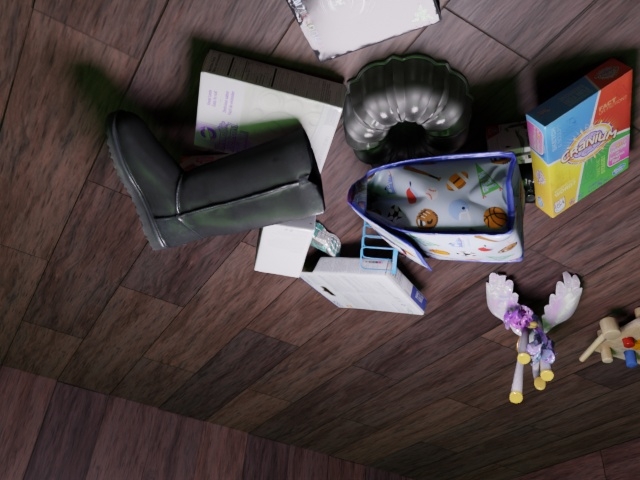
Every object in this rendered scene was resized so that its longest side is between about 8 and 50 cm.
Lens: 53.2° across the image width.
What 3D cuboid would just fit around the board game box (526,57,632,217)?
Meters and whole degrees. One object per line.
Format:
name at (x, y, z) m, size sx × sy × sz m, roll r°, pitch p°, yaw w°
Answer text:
board game box at (0.610, -0.230, 1.500) m, size 0.242 × 0.064 × 0.316 m, roll -34°, pitch 138°, yaw -4°

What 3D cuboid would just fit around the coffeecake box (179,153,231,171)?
coffeecake box at (-0.313, -0.141, 1.710) m, size 0.142 × 0.185 × 0.068 m, roll -2°, pitch 142°, yaw 8°

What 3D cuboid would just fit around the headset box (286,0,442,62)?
headset box at (0.081, -0.513, 1.231) m, size 0.283 × 0.131 × 0.246 m, roll -13°, pitch 140°, yaw 21°

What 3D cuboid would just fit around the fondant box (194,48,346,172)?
fondant box at (-0.128, -0.302, 1.547) m, size 0.330 × 0.096 × 0.238 m, roll 14°, pitch 142°, yaw -5°

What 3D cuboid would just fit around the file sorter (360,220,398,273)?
file sorter at (0.174, -0.010, 1.844) m, size 0.104 × 0.170 × 0.118 m, roll 5°, pitch 143°, yaw 6°

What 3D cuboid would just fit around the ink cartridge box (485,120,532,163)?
ink cartridge box at (0.480, -0.239, 1.567) m, size 0.135 × 0.099 × 0.056 m, roll -7°, pitch 140°, yaw 14°

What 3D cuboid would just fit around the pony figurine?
pony figurine at (0.685, 0.294, 2.091) m, size 0.303 × 0.363 × 0.351 m, roll 5°, pitch 127°, yaw 12°

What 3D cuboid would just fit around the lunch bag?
lunch bag at (0.290, -0.062, 1.560) m, size 0.385 × 0.239 × 0.328 m, roll 2°, pitch 167°, yaw 21°

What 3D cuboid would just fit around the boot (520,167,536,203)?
boot at (0.553, -0.101, 1.740) m, size 0.207 × 0.094 × 0.246 m, roll -4°, pitch 136°, yaw 17°

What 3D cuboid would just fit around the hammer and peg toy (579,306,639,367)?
hammer and peg toy at (1.084, 0.343, 2.235) m, size 0.361 × 0.127 × 0.266 m, roll 16°, pitch 143°, yaw -14°

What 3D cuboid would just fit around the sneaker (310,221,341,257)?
sneaker at (0.000, 0.000, 1.976) m, size 0.076 × 0.065 × 0.166 m, roll -6°, pitch 141°, yaw 41°

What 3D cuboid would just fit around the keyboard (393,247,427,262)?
keyboard at (0.368, -0.019, 1.923) m, size 0.202 × 0.033 × 0.317 m, roll 16°, pitch 142°, yaw -14°

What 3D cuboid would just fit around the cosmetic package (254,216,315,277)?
cosmetic package at (-0.095, -0.057, 1.764) m, size 0.138 × 0.224 × 0.224 m, roll 9°, pitch 142°, yaw -6°

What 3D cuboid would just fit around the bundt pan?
bundt pan at (0.204, -0.275, 1.534) m, size 0.331 × 0.124 × 0.331 m, roll 4°, pitch 143°, yaw 3°

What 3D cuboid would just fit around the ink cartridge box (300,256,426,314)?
ink cartridge box at (0.134, 0.144, 2.066) m, size 0.330 × 0.071 × 0.324 m, roll 3°, pitch 156°, yaw 32°

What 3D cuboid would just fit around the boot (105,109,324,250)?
boot at (-0.237, -0.181, 1.511) m, size 0.445 × 0.146 × 0.367 m, roll -12°, pitch 115°, yaw 14°
